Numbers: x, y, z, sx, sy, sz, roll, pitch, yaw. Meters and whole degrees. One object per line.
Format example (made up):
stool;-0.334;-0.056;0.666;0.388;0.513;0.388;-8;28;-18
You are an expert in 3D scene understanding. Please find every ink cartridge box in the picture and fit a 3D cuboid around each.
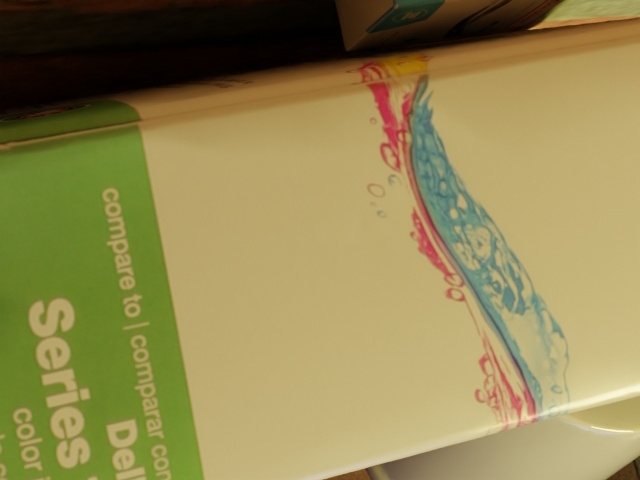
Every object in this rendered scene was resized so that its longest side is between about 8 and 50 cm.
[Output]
ink cartridge box;0.051;-0.084;0.372;0.083;0.028;0.048;-12;177;-18
ink cartridge box;0.006;-0.006;0.422;0.278;0.117;0.201;-11;-170;-15

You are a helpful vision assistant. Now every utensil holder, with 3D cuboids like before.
utensil holder;0.239;0.148;1.384;0.327;0.328;0.385;-11;154;-20
